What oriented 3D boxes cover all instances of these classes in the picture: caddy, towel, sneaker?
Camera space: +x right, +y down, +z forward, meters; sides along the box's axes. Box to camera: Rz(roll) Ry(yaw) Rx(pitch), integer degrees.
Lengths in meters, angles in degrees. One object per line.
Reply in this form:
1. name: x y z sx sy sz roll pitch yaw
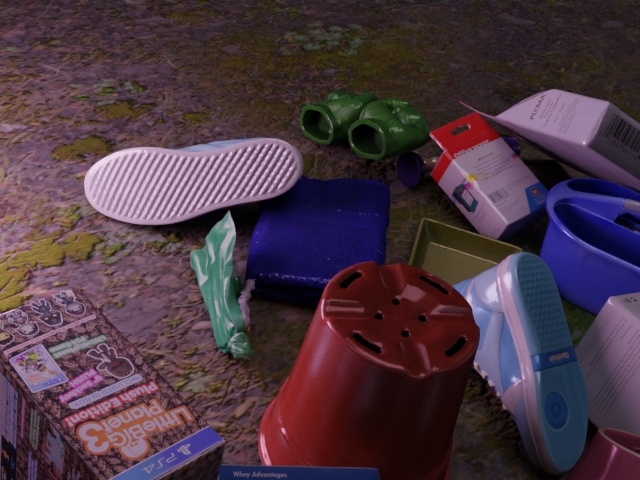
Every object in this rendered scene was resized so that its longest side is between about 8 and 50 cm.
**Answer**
1. caddy: 0.547 0.013 1.753 0.341 0.179 0.241 26 38 14
2. towel: 0.000 0.000 1.682 0.227 0.076 0.308 7 38 1
3. sneaker: -0.206 -0.100 1.693 0.365 0.135 0.150 -4 3 3
4. sneaker: 0.271 0.194 1.492 0.127 0.208 0.319 5 71 -41

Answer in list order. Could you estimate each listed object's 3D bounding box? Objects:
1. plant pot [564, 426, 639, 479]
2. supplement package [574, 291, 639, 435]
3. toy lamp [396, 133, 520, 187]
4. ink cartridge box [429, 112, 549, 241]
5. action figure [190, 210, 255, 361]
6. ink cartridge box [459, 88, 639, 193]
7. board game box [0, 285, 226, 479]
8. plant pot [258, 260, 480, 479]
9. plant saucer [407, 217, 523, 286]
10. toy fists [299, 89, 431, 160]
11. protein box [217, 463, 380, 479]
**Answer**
1. plant pot: 0.371 0.336 1.219 0.201 0.180 0.201 19 6 -2
2. supplement package: 0.523 0.231 1.444 0.175 0.178 0.293 -2 38 -45
3. toy lamp: 0.280 -0.163 1.970 0.274 0.080 0.080 -13 45 -33
4. ink cartridge box: 0.305 -0.117 1.859 0.134 0.078 0.231 -26 68 -30
5. action figure: -0.138 0.086 1.500 0.063 0.137 0.232 9 44 -28
6. ink cartridge box: 0.486 -0.193 1.873 0.308 0.091 0.385 24 6 -32
7. board game box: -0.267 0.240 1.147 0.141 0.232 0.291 -23 52 -39
8. plant pot: 0.075 0.188 1.300 0.272 0.265 0.272 10 38 -7
9. plant saucer: 0.243 0.054 1.708 0.188 0.045 0.188 18 37 4
10. toy fists: 0.092 -0.230 1.932 0.142 0.096 0.279 -16 25 -37
11. protein box: -0.026 0.376 1.132 0.199 0.136 0.201 4 39 -13
